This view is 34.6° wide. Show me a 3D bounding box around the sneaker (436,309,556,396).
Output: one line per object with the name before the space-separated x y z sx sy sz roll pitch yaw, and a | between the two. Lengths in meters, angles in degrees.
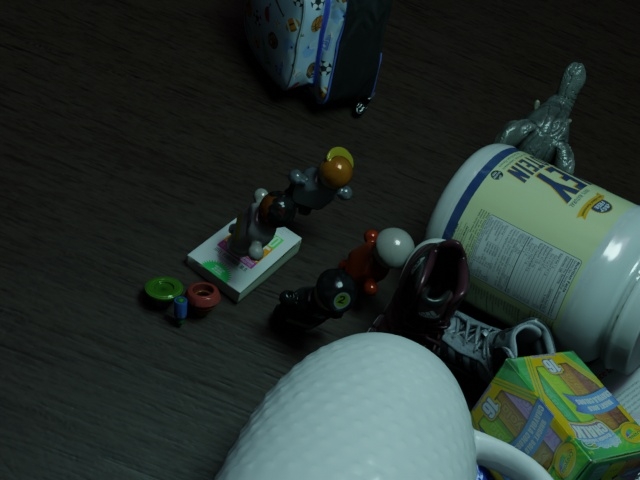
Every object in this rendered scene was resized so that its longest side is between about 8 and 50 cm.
sneaker | 0.223 0.135 1.403 0.268 0.153 0.101 39 58 11

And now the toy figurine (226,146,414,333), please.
toy figurine | 0.000 0.000 1.403 0.213 0.148 0.209 -31 88 -40

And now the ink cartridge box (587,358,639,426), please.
ink cartridge box | 0.434 0.254 1.452 0.127 0.072 0.175 -24 63 -37

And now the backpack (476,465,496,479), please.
backpack | 0.181 0.320 1.268 0.101 0.098 0.120 -21 62 -16

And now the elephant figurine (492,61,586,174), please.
elephant figurine | 0.337 -0.144 1.646 0.169 0.239 0.186 -2 52 -25

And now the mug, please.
mug | 0.081 0.280 1.123 0.374 0.276 0.328 15 39 12

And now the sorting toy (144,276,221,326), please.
sorting toy | -0.185 0.083 1.369 0.102 0.042 0.061 6 32 -3

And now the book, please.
book | -0.108 0.018 1.463 0.096 0.035 0.144 35 47 15

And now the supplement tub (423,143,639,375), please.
supplement tub | 0.334 0.026 1.452 0.325 0.235 0.235 29 43 26

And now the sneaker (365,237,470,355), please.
sneaker | 0.113 0.117 1.301 0.106 0.162 0.281 20 81 1

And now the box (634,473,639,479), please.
box | 0.399 0.484 1.219 0.318 0.097 0.395 -24 63 -35

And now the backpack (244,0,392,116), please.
backpack | -0.012 -0.380 1.715 0.213 0.276 0.263 -4 39 -28

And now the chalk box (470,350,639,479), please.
chalk box | 0.294 0.253 1.221 0.132 0.132 0.213 0 39 -40
